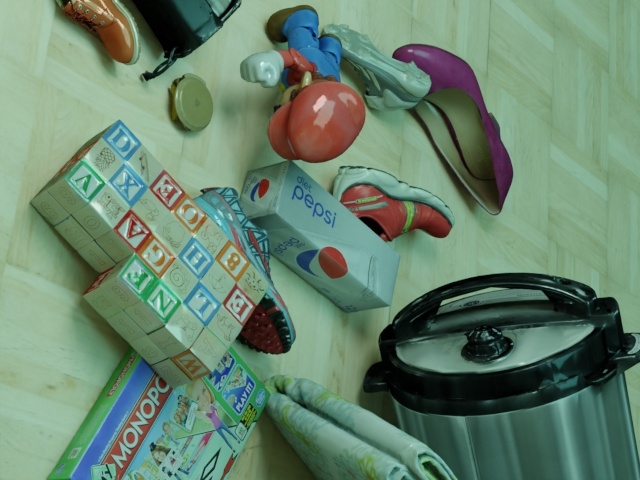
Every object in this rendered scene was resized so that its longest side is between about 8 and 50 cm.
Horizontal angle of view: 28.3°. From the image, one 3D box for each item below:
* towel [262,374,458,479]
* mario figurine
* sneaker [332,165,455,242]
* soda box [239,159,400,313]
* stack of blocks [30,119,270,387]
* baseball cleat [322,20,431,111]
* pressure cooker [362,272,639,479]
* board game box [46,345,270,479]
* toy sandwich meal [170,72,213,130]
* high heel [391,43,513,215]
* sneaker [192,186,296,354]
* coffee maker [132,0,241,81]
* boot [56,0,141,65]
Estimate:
[{"bbox_3d":[0.095,0.345,1.740,0.090,0.374,0.320,-42,117,-17],"label":"towel"},{"bbox_3d":[-0.039,-0.217,1.885,0.198,0.170,0.320,14,34,-13],"label":"mario figurine"},{"bbox_3d":[0.110,-0.038,2.087,0.279,0.107,0.118,20,83,-44],"label":"sneaker"},{"bbox_3d":[0.000,0.000,1.919,0.286,0.091,0.098,40,52,-37],"label":"soda box"},{"bbox_3d":[-0.220,0.019,1.600,0.297,0.087,0.171,49,46,-16],"label":"stack of blocks"},{"bbox_3d":[0.079,-0.278,2.114,0.206,0.109,0.072,29,41,-8],"label":"baseball cleat"},{"bbox_3d":[0.298,0.250,1.958,0.369,0.375,0.420,-22,108,-24],"label":"pressure cooker"},{"bbox_3d":[-0.198,0.249,1.642,0.213,0.046,0.317,54,44,-28],"label":"board game box"},{"bbox_3d":[-0.185,-0.195,1.797,0.085,0.029,0.086,10,77,-51],"label":"toy sandwich meal"},{"bbox_3d":[0.241,-0.196,2.237,0.377,0.127,0.181,33,45,-46],"label":"high heel"},{"bbox_3d":[-0.095,0.037,1.784,0.262,0.104,0.125,62,39,-19],"label":"sneaker"},{"bbox_3d":[-0.217,-0.345,1.723,0.178,0.120,0.171,52,45,-28],"label":"coffee maker"},{"bbox_3d":[-0.298,-0.294,1.664,0.084,0.059,0.158,-35,99,-46],"label":"boot"}]
